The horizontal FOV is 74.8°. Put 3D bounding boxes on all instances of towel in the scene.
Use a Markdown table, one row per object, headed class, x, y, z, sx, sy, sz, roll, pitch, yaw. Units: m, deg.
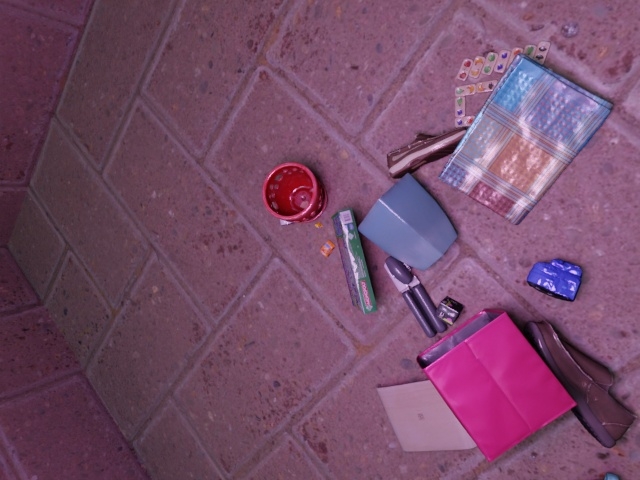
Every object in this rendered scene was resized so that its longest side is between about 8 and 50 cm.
| class | x | y | z | sx | sy | sz | roll | pitch | yaw |
| --- | --- | --- | --- | --- | --- | --- | --- | --- | --- |
| towel | 0.525 | -0.255 | 1.105 | 0.271 | 0.040 | 0.370 | 33 | 113 | 6 |

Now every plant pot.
| class | x | y | z | sx | sy | sz | roll | pitch | yaw |
| --- | --- | --- | --- | --- | --- | --- | --- | --- | --- |
| plant pot | -0.080 | -0.151 | 1.413 | 0.191 | 0.174 | 0.191 | -1 | 84 | 14 |
| plant pot | 0.267 | -0.039 | 1.230 | 0.234 | 0.165 | 0.166 | 43 | 145 | 9 |

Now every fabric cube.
| class | x | y | z | sx | sy | sz | roll | pitch | yaw |
| --- | --- | --- | --- | --- | --- | --- | --- | --- | --- |
| fabric cube | 0.441 | 0.362 | 1.112 | 0.259 | 0.254 | 0.258 | -36 | 79 | 3 |

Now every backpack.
| class | x | y | z | sx | sy | sz | roll | pitch | yaw |
| --- | --- | --- | --- | --- | --- | --- | --- | --- | --- |
| backpack | 0.619 | 0.100 | 1.108 | 0.120 | 0.098 | 0.101 | 22 | 86 | 35 |

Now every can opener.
| class | x | y | z | sx | sy | sz | roll | pitch | yaw |
| --- | --- | --- | --- | --- | --- | --- | --- | --- | --- |
| can opener | 0.286 | 0.174 | 1.308 | 0.076 | 0.095 | 0.283 | -36 | 78 | 29 |

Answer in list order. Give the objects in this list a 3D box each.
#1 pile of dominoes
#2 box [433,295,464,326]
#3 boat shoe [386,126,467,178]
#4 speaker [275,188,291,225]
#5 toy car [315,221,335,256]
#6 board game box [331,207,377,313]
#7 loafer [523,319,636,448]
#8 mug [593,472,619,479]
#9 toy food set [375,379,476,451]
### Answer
| class | x | y | z | sx | sy | sz | roll | pitch | yaw |
| --- | --- | --- | --- | --- | --- | --- | --- | --- | --- |
| pile of dominoes | 0.490 | -0.422 | 1.141 | 0.251 | 0.040 | 0.196 | 0 | 97 | 30 |
| box | 0.387 | 0.212 | 1.261 | 0.062 | 0.083 | 0.052 | 29 | 110 | 23 |
| boat shoe | 0.306 | -0.280 | 1.239 | 0.257 | 0.095 | 0.095 | -24 | 75 | 29 |
| speaker | -0.133 | -0.126 | 1.533 | 0.055 | 0.055 | 0.136 | -12 | 91 | 31 |
| toy car | 0.000 | 0.000 | 1.482 | 0.060 | 0.040 | 0.122 | -38 | 78 | 28 |
| board game box | 0.103 | 0.064 | 1.341 | 0.046 | 0.213 | 0.317 | -14 | 89 | -6 |
| loafer | 0.679 | 0.353 | 1.104 | 0.130 | 0.134 | 0.366 | -35 | 89 | 6 |
| mug | 0.767 | 0.695 | 1.100 | 0.129 | 0.097 | 0.158 | 39 | 113 | 20 |
| toy food set | 0.342 | 0.545 | 1.343 | 0.306 | 0.092 | 0.220 | -27 | 83 | 39 |
